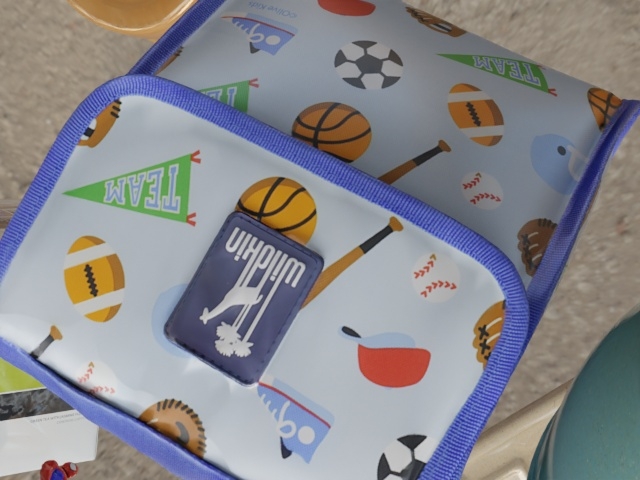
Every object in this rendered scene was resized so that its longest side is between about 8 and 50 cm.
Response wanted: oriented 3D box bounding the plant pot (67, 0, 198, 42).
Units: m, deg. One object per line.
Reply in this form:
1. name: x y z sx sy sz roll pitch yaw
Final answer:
1. plant pot: -0.164 -0.336 1.184 0.291 0.203 0.290 6 111 17

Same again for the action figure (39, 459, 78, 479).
1. action figure: -0.194 0.183 0.763 0.030 0.115 0.038 -1 106 7

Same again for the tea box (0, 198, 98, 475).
1. tea box: -0.462 0.117 1.374 0.220 0.329 0.323 16 101 44

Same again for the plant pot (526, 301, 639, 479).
1. plant pot: 0.246 0.119 0.571 0.272 0.255 0.271 -4 59 6

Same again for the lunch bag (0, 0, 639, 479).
1. lunch bag: 0.000 0.000 0.765 0.328 0.239 0.385 28 54 12

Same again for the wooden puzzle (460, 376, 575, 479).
1. wooden puzzle: 0.234 0.281 0.953 0.348 0.080 0.322 -29 98 1
